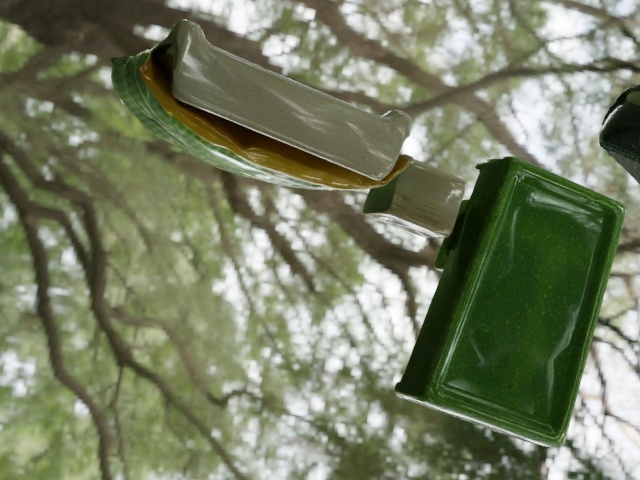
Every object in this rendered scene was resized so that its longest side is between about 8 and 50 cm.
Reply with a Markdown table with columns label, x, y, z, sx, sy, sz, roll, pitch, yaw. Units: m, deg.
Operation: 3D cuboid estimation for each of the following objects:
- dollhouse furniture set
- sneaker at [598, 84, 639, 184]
| label | x | y | z | sx | sy | sz | roll | pitch | yaw |
| --- | --- | --- | --- | --- | --- | --- | --- | --- | --- |
| dollhouse furniture set | 0.000 | 0.000 | 0.779 | 0.151 | 0.301 | 0.197 | -71 | -163 | -6 |
| sneaker | 0.194 | 0.049 | 0.521 | 0.122 | 0.110 | 0.283 | -46 | -123 | 15 |
